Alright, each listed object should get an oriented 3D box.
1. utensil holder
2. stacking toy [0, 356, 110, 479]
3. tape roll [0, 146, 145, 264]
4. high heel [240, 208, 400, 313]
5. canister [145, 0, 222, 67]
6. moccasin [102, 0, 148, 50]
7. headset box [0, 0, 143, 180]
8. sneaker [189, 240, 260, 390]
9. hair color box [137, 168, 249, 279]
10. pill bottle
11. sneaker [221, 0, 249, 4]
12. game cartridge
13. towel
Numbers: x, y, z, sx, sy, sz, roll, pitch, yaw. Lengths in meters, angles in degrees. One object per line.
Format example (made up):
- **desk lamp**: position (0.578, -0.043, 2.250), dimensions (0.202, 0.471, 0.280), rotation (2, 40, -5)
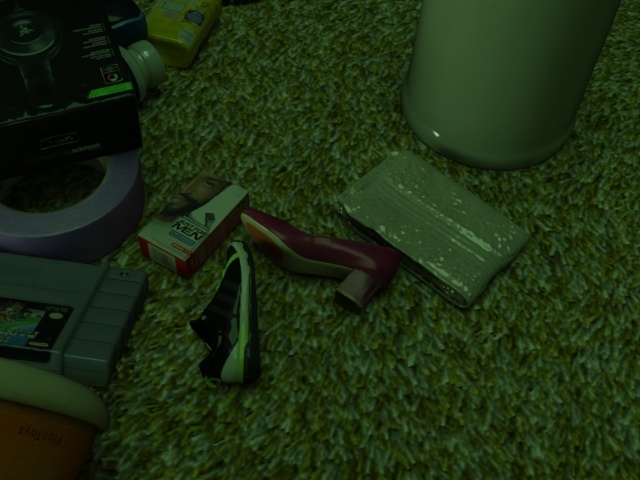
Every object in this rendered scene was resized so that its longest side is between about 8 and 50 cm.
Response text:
- **utensil holder**: position (0.325, -0.366, 1.278), dimensions (0.328, 0.385, 0.327), rotation (2, 52, -3)
- **stacking toy**: position (-0.430, 0.353, 0.752), dimensions (0.351, 0.350, 0.479), rotation (7, 67, 1)
- **tape roll**: position (-0.421, -0.086, 1.191), dimensions (0.275, 0.090, 0.274), rotation (2, 53, -2)
- **high heel**: position (0.000, 0.000, 1.153), dimensions (0.244, 0.082, 0.117), rotation (32, 64, 15)
- **canister**: position (-0.279, -0.421, 1.474), dimensions (0.126, 0.073, 0.169), rotation (14, 54, 7)
- **moccasin**: position (-0.484, -0.348, 1.356), dimensions (0.342, 0.137, 0.116), rotation (-25, 70, -21)
- **headset box**: position (-0.427, -0.243, 1.156), dimensions (0.247, 0.131, 0.283), rotation (-16, 64, -16)
- **sneaker**: position (-0.138, 0.098, 1.071), dimensions (0.097, 0.084, 0.234), rotation (-3, 52, -5)
- **hair color box**: position (-0.196, -0.029, 1.185), dimensions (0.093, 0.053, 0.167), rotation (26, 53, 17)
- **pill bottle**: position (-0.373, -0.279, 1.331), dimensions (0.187, 0.112, 0.112), rotation (-34, 61, -26)
- **sneaker**: position (-0.138, -0.575, 1.605), dimensions (0.283, 0.110, 0.122), rotation (-6, 35, -12)
- **game cartridge**: position (-0.430, 0.088, 1.008), dimensions (0.355, 0.068, 0.230), rotation (8, 24, -3)
- **towel**: position (0.177, -0.031, 1.217), dimensions (0.282, 0.049, 0.187), rotation (37, 59, 22)
